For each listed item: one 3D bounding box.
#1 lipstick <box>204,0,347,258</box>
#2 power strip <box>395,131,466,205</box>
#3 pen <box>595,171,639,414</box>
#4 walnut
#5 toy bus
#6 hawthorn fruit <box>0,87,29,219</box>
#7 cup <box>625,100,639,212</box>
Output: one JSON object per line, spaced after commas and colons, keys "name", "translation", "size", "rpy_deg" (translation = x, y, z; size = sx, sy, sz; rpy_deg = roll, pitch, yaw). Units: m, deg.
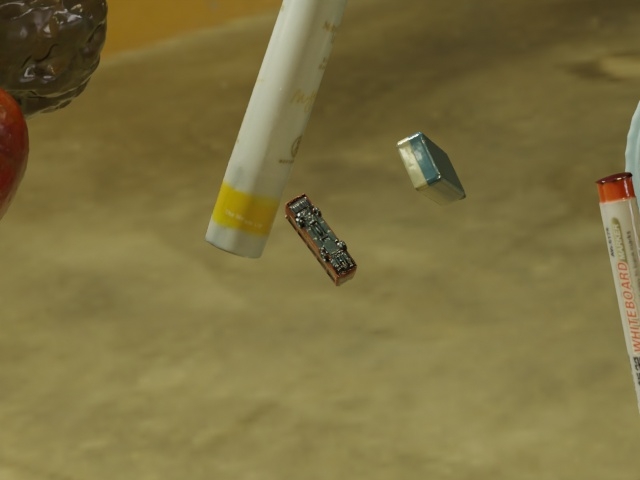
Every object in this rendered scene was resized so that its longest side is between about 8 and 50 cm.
{"name": "lipstick", "translation": [-0.039, -0.115, 1.791], "size": [0.059, 0.264, 0.059], "rpy_deg": [19, 12, -4]}
{"name": "power strip", "translation": [0.114, -0.071, 1.999], "size": [0.032, 0.056, 0.123], "rpy_deg": [-27, -15, 12]}
{"name": "pen", "translation": [0.218, 0.073, 1.308], "size": [0.028, 0.239, 0.028], "rpy_deg": [-11, 3, 1]}
{"name": "walnut", "translation": [-0.269, -0.160, 1.490], "size": [0.230, 0.178, 0.178], "rpy_deg": [-28, 25, -36]}
{"name": "toy bus", "translation": [0.000, 0.000, 2.223], "size": [0.031, 0.110, 0.043], "rpy_deg": [-30, -20, -16]}
{"name": "hawthorn fruit", "translation": [-0.232, -0.049, 1.165], "size": [0.128, 0.128, 0.128], "rpy_deg": [-6, 16, 2]}
{"name": "cup", "translation": [0.485, -0.048, 1.909], "size": [0.257, 0.331, 0.311], "rpy_deg": [-27, -13, 37]}
